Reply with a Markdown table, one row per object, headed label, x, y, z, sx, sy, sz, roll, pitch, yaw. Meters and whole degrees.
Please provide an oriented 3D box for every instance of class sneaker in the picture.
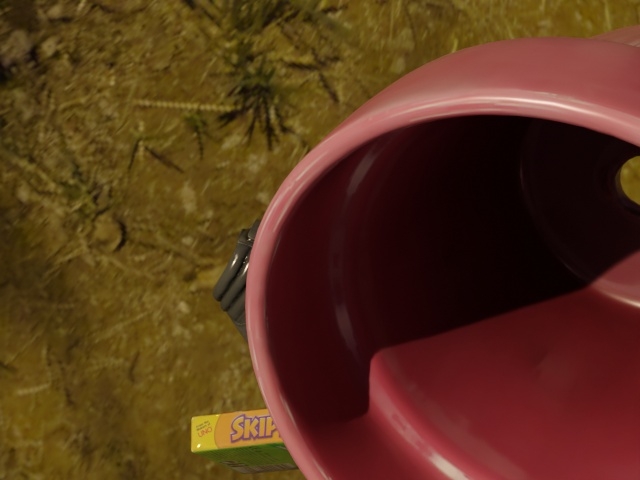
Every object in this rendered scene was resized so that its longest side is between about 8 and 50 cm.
| label | x | y | z | sx | sy | sz | roll | pitch | yaw |
| --- | --- | --- | --- | --- | --- | --- | --- | --- | --- |
| sneaker | 0.000 | 0.000 | 1.319 | 0.147 | 0.104 | 0.295 | 42 | 93 | 3 |

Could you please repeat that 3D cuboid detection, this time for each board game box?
| label | x | y | z | sx | sy | sz | roll | pitch | yaw |
| --- | --- | --- | --- | --- | --- | --- | --- | --- | --- |
| board game box | 0.041 | 0.151 | 0.946 | 0.260 | 0.124 | 0.039 | -6 | 70 | 14 |

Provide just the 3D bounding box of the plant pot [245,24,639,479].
| label | x | y | z | sx | sy | sz | roll | pitch | yaw |
| --- | --- | --- | --- | --- | --- | --- | --- | --- | --- |
| plant pot | 0.103 | 0.008 | 0.434 | 0.201 | 0.180 | 0.201 | 15 | 124 | 24 |
